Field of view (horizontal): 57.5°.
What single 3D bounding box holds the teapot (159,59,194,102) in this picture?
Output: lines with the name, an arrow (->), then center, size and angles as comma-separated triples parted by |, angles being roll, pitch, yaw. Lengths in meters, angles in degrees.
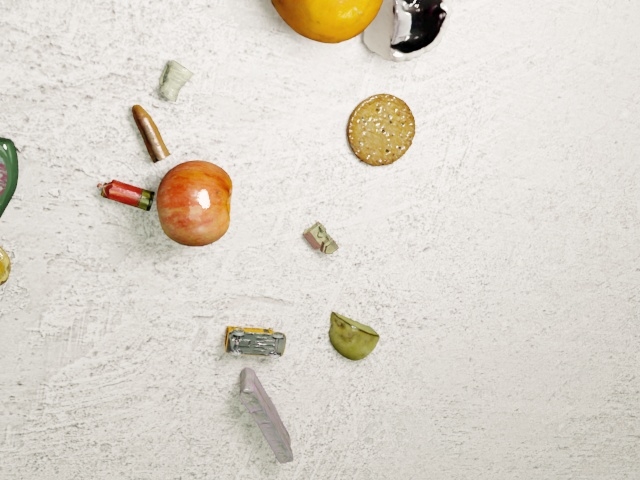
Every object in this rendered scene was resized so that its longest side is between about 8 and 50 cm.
teapot -> -0.334, -0.362, 1.325 | 0.067, 0.057, 0.083 | 35, 103, 14

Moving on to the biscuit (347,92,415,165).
biscuit -> 0.157, -0.284, 1.507 | 0.188, 0.027, 0.187 | -6, 111, -16

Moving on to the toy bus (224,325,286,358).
toy bus -> -0.178, 0.274, 1.594 | 0.162, 0.074, 0.069 | 7, 100, -16

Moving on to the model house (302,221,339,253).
model house -> 0.000, 0.000, 1.553 | 0.058, 0.057, 0.083 | -38, 117, -5

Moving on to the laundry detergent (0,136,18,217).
laundry detergent -> -0.744, -0.126, 1.289 | 0.138, 0.063, 0.210 | 7, 110, -14

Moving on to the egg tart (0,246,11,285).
egg tart -> -0.788, 0.063, 1.352 | 0.129, 0.049, 0.128 | -5, 112, -13

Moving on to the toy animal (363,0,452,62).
toy animal -> 0.190, -0.533, 1.335 | 0.156, 0.204, 0.208 | -22, 134, -23

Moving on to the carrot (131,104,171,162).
carrot -> -0.395, -0.251, 1.350 | 0.048, 0.048, 0.139 | -23, 113, -7

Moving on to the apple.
apple -> -0.286, -0.086, 1.356 | 0.165, 0.209, 0.209 | -3, 111, -2

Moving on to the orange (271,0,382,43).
orange -> 0.005, -0.557, 1.220 | 0.226, 0.284, 0.283 | -31, 116, -14

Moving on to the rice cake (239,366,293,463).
rice cake -> -0.157, 0.501, 1.668 | 0.050, 0.106, 0.297 | -22, 115, 4

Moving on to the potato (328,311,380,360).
potato -> 0.079, 0.290, 1.671 | 0.149, 0.081, 0.120 | 25, 99, -23

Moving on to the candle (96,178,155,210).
candle -> -0.462, -0.110, 1.381 | 0.131, 0.052, 0.051 | 16, 105, -20
